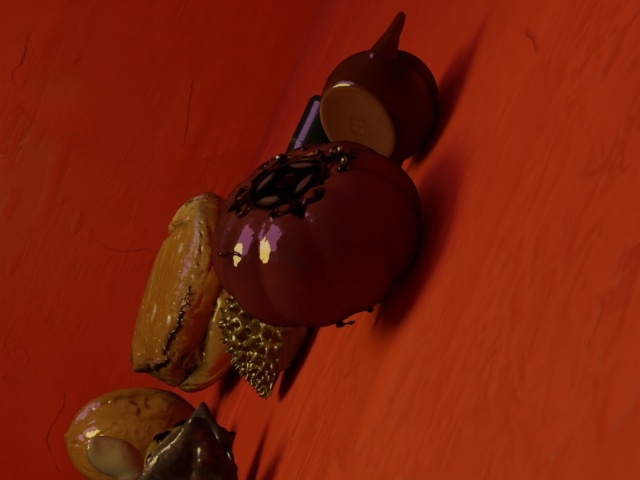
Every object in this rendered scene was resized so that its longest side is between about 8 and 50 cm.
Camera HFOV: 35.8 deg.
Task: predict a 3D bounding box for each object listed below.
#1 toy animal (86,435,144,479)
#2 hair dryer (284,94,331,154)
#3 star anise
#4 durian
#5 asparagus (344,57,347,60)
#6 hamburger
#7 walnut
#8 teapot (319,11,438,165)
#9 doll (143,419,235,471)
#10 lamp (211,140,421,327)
[{"bbox_3d":[-0.291,0.382,1.339,0.193,0.178,0.127,-41,30,-1],"label":"toy animal"},{"bbox_3d":[0.012,-0.126,1.328,0.124,0.072,0.219,-65,16,5],"label":"hair dryer"},{"bbox_3d":[-0.156,0.322,1.008,0.332,0.118,0.331,-163,90,-85],"label":"star anise"},{"bbox_3d":[-0.057,0.069,1.120,0.208,0.102,0.146,-74,5,-55],"label":"durian"},{"bbox_3d":[0.056,-0.190,1.230,0.067,0.060,0.277,-55,11,4],"label":"asparagus"},{"bbox_3d":[-0.180,0.088,1.511,0.304,0.174,0.284,146,144,-73],"label":"hamburger"},{"bbox_3d":[-0.275,0.295,1.471,0.159,0.207,0.159,180,90,-82],"label":"walnut"},{"bbox_3d":[0.064,-0.129,0.941,0.116,0.116,0.173,-78,-12,-50],"label":"teapot"},{"bbox_3d":[-0.224,0.325,1.215,0.117,0.086,0.291,17,50,41],"label":"doll"},{"bbox_3d":[0.000,0.000,0.822,0.182,0.140,0.182,-17,33,12],"label":"lamp"}]
